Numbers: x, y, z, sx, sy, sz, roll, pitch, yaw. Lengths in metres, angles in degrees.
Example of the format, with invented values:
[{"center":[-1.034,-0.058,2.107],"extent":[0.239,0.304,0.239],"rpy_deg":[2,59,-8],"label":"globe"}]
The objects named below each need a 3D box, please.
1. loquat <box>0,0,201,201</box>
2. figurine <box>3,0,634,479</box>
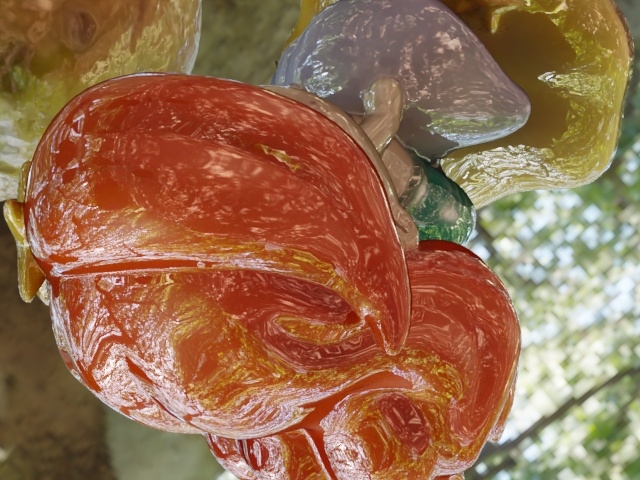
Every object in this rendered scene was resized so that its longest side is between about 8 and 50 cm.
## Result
[{"center":[-0.161,-0.108,0.955],"extent":[0.176,0.187,0.234],"rpy_deg":[64,-148,-13],"label":"loquat"},{"center":[0.006,-0.003,0.708],"extent":[0.181,0.208,0.257],"rpy_deg":[28,-138,14],"label":"figurine"}]
